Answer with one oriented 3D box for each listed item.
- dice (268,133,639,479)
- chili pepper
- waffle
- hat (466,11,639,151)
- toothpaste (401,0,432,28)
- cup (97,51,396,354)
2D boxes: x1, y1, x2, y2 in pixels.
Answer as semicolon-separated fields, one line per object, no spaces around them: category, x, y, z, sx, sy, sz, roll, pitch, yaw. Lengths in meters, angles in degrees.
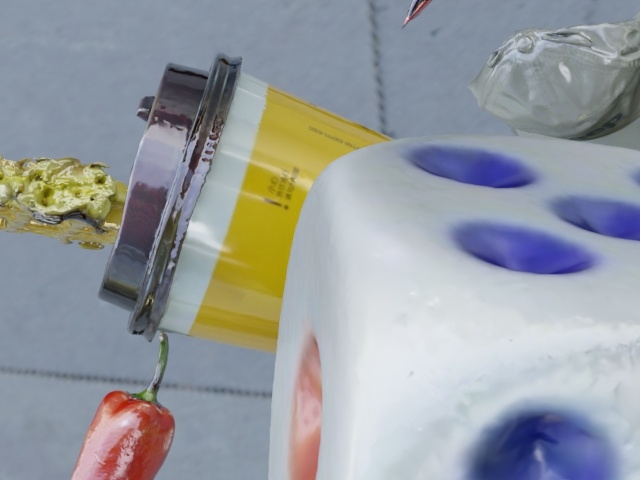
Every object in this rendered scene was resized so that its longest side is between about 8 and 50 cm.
dice;0.137;0.111;1.015;0.304;0.304;0.276;4;106;-9
chili pepper;-0.168;0.199;1.510;0.063;0.071;0.272;29;99;44
waffle;-0.274;-0.039;1.637;0.312;0.307;0.060;6;84;19
hat;0.262;-0.105;1.819;0.214;0.149;0.244;-22;98;34
toothpaste;0.129;-0.278;1.732;0.045;0.071;0.193;32;113;5
cup;0.000;0.000;1.247;0.280;0.196;0.196;18;119;-7
